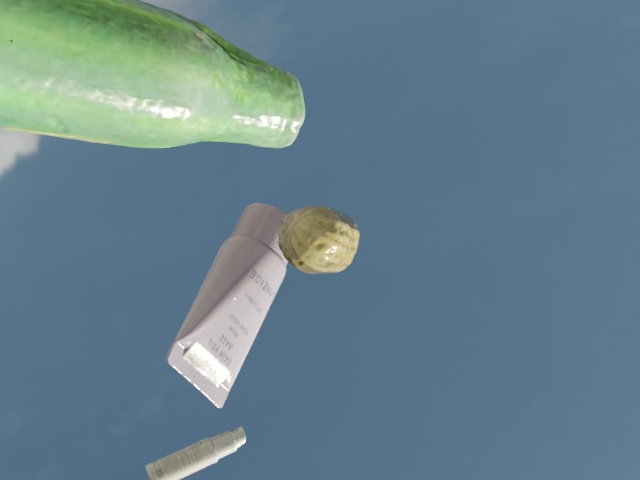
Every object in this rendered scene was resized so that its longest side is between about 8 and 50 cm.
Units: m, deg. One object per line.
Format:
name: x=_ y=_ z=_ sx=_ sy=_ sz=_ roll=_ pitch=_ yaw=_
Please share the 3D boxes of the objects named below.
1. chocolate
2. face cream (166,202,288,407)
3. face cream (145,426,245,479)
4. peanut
chocolate: x=-0.133 y=-0.105 z=0.582 sx=0.110 sy=0.291 sz=0.110 roll=-9 pitch=-103 yaw=47
face cream: x=-0.120 y=0.081 z=1.329 sx=0.096 sy=0.154 sz=0.274 roll=9 pitch=-118 yaw=29
face cream: x=-0.154 y=0.271 z=1.202 sx=0.130 sy=0.034 sz=0.034 roll=-22 pitch=-127 yaw=-20
peanut: x=0.000 y=0.000 z=1.187 sx=0.093 sy=0.194 sz=0.083 roll=-2 pitch=-92 yaw=9
